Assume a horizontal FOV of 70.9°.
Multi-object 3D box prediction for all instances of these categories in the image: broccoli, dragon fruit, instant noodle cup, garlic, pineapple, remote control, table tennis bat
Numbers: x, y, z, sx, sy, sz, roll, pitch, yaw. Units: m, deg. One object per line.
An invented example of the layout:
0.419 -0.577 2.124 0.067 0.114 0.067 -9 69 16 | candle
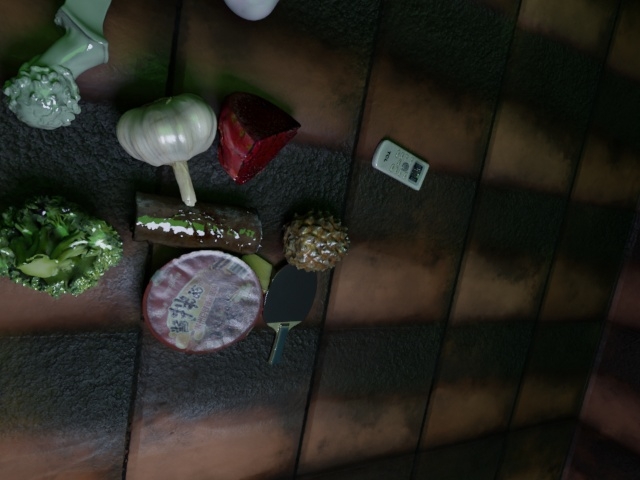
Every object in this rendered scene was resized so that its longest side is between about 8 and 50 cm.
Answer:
-0.519 0.010 0.866 0.226 0.176 0.197 8 107 -47 | broccoli
-0.154 -0.238 1.007 0.262 0.163 0.189 -43 114 -59 | dragon fruit
-0.274 0.130 1.063 0.274 0.090 0.273 -6 114 -14 | instant noodle cup
-0.287 -0.182 0.927 0.199 0.199 0.225 -24 111 -22 | garlic
0.000 0.000 1.162 0.193 0.166 0.166 1 102 -36 | pineapple
0.233 -0.219 1.303 0.190 0.029 0.087 23 91 -31 | remote control
-0.090 0.200 1.225 0.173 0.022 0.301 5 105 -40 | table tennis bat

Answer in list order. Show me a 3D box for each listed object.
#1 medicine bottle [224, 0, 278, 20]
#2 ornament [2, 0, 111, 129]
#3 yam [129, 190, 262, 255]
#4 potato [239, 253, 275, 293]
-0.093 -0.632 0.958 0.130 0.130 0.340 31 87 -31 | medicine bottle
-0.467 -0.335 0.829 0.120 0.130 0.285 30 87 -26 | ornament
-0.279 -0.035 1.015 0.280 0.131 0.131 7 99 -28 | yam
-0.176 0.082 1.134 0.066 0.096 0.103 -34 114 29 | potato
